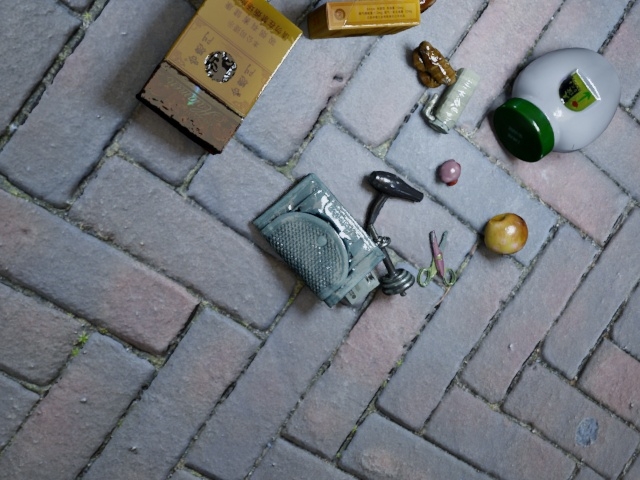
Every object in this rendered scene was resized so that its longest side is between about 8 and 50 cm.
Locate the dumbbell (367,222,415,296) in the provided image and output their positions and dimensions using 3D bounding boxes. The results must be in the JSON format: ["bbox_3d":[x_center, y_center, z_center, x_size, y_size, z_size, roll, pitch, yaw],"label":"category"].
[{"bbox_3d":[0.203,0.061,1.911,0.110,0.110,0.254,-30,103,-12],"label":"dumbbell"}]

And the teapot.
[{"bbox_3d":[0.398,-0.434,1.914,0.107,0.077,0.200,30,88,-15],"label":"teapot"}]

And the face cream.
[{"bbox_3d":[0.741,-0.423,1.943,0.357,0.219,0.312,-36,91,-11],"label":"face cream"}]

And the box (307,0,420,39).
[{"bbox_3d":[0.119,-0.620,1.742,0.274,0.174,0.076,-9,100,-17],"label":"box"}]

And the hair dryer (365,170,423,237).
[{"bbox_3d":[0.200,-0.096,1.919,0.196,0.075,0.219,21,102,-29],"label":"hair dryer"}]

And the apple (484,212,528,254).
[{"bbox_3d":[0.599,-0.026,2.006,0.147,0.146,0.146,-3,99,-18],"label":"apple"}]

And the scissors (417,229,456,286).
[{"bbox_3d":[0.380,0.058,2.012,0.134,0.020,0.187,0,99,-14],"label":"scissors"}]

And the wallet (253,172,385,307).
[{"bbox_3d":[0.000,0.000,1.814,0.237,0.075,0.342,-42,94,-5],"label":"wallet"}]

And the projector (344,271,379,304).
[{"bbox_3d":[0.093,0.104,1.904,0.115,0.061,0.147,-36,107,-9],"label":"projector"}]

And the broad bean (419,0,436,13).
[{"bbox_3d":[0.298,-0.747,1.830,0.114,0.084,0.165,8,90,-14],"label":"broad bean"}]

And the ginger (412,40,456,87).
[{"bbox_3d":[0.332,-0.529,1.868,0.162,0.103,0.073,49,60,-24],"label":"ginger"}]

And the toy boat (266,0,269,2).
[{"bbox_3d":[-0.168,-0.714,1.701,0.066,0.059,0.139,-7,100,12],"label":"toy boat"}]

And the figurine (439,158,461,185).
[{"bbox_3d":[0.408,-0.218,1.955,0.071,0.067,0.083,17,76,-39],"label":"figurine"}]

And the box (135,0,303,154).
[{"bbox_3d":[-0.270,-0.467,1.671,0.264,0.116,0.415,36,86,-21],"label":"box"}]
